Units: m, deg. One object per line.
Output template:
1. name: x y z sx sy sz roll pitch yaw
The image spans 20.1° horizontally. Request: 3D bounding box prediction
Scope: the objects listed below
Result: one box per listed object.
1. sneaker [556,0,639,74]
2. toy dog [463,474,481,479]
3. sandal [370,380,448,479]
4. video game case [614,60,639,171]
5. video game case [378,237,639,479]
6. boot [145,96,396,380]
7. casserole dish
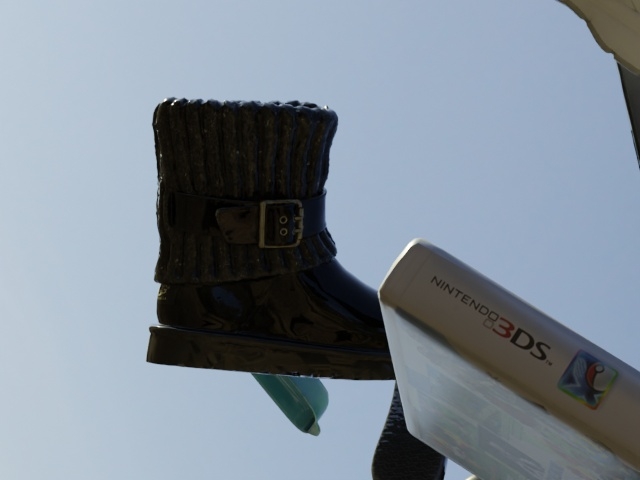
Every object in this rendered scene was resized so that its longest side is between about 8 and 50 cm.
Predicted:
1. sneaker: 0.203 -0.236 1.379 0.297 0.111 0.129 35 -69 4
2. toy dog: 0.316 0.335 1.996 0.395 0.408 0.285 -29 -113 41
3. sandal: 0.114 0.172 1.852 0.097 0.254 0.054 14 -42 21
4. video game case: 0.365 -0.050 1.479 0.026 0.196 0.274 41 37 -81
5. video game case: 0.166 0.130 0.852 0.300 0.036 0.329 32 -10 13
6. boot: 0.001 0.000 1.709 0.131 0.348 0.260 178 -83 -65
7. casserole dish: -0.051 0.150 2.155 0.188 0.037 0.114 49 -21 9
